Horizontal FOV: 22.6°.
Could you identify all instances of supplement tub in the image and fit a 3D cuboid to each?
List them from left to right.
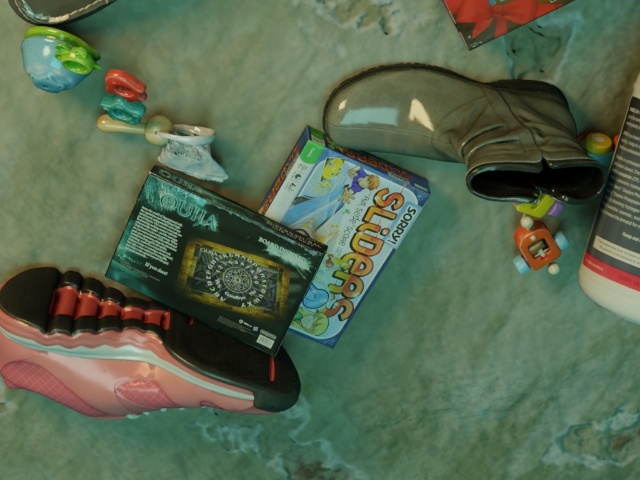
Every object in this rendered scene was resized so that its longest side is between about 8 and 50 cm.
[{"bbox_3d":[0.358,-0.053,1.456,0.191,0.191,0.272,13,100,-12],"label":"supplement tub"}]

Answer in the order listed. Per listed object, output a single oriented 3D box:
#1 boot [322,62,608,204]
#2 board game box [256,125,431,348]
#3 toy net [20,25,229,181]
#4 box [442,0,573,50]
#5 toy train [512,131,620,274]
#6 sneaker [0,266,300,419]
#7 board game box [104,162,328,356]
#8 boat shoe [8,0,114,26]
[{"bbox_3d":[0.130,-0.092,1.462,0.247,0.161,0.083,0,119,-5],"label":"boot"},{"bbox_3d":[0.000,0.000,1.577,0.136,0.035,0.201,23,116,-16],"label":"board game box"},{"bbox_3d":[-0.163,-0.126,1.465,0.232,0.045,0.122,30,154,-32],"label":"toy net"},{"bbox_3d":[0.216,-0.318,1.398,0.293,0.057,0.201,-26,118,10],"label":"box"},{"bbox_3d":[0.243,-0.044,1.570,0.166,0.046,0.125,-35,132,10],"label":"toy train"},{"bbox_3d":[-0.177,0.124,1.609,0.314,0.116,0.136,15,128,-5],"label":"sneaker"},{"bbox_3d":[-0.101,0.020,1.551,0.186,0.026,0.126,26,115,-2],"label":"board game box"},{"bbox_3d":[-0.144,-0.289,1.364,0.335,0.095,0.112,-35,117,15],"label":"boat shoe"}]
